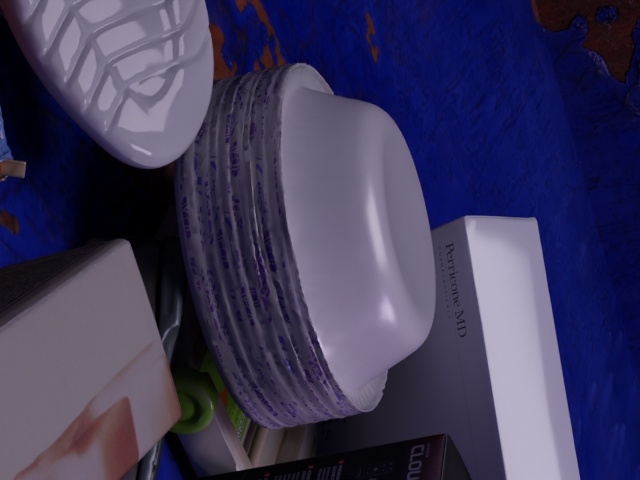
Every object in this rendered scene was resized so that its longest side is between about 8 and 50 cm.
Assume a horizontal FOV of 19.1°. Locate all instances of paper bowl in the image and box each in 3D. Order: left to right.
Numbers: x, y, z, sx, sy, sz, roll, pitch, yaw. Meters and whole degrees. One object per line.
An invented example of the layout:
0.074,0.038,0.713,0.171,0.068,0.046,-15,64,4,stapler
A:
0.000,0.000,1.505,0.284,0.148,0.284,-10,90,-76,paper bowl

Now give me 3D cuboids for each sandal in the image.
-0.211,-0.236,1.340,0.169,0.102,0.416,-47,116,-35,sandal

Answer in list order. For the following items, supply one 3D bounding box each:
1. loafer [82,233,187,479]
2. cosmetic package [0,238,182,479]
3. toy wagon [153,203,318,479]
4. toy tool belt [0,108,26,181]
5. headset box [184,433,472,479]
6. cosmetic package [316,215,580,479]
-0.151,0.112,1.382,0.096,0.084,0.267,105,-7,-55,loafer
-0.207,0.109,1.081,0.296,0.153,0.129,-41,116,-67,cosmetic package
-0.059,0.138,1.612,0.267,0.068,0.344,-72,145,-55,toy wagon
-0.229,-0.078,1.283,0.052,0.051,0.083,-27,104,-71,toy tool belt
-0.010,0.263,1.325,0.218,0.293,0.110,-80,151,-49,headset box
0.099,0.194,1.697,0.097,0.284,0.377,2,73,-38,cosmetic package
